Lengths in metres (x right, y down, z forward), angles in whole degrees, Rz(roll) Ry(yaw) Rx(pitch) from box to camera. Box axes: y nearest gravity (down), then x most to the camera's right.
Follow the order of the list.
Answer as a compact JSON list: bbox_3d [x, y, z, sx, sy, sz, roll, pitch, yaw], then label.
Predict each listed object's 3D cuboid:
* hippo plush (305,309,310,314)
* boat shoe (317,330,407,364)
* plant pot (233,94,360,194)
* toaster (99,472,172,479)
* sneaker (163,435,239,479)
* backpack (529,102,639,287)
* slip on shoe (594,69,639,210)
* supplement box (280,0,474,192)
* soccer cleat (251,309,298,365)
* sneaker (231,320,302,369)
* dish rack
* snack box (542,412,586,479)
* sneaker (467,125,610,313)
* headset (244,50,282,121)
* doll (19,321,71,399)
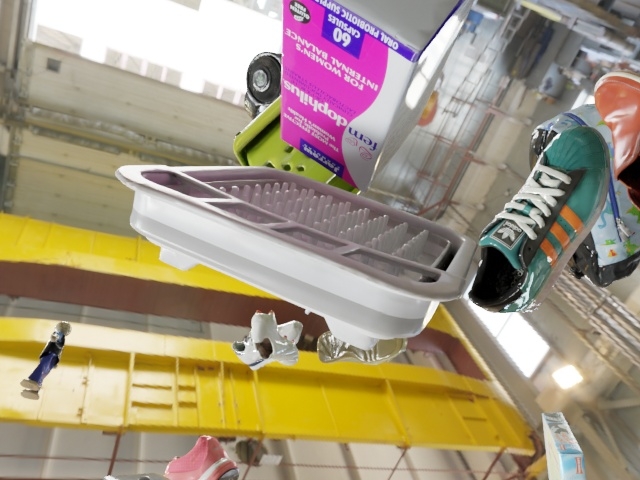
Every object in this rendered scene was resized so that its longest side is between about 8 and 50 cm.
[{"bbox_3d":[0.090,0.149,1.626,0.294,0.234,0.236,-33,-136,-8],"label":"hippo plush"},{"bbox_3d":[0.058,0.133,0.677,0.048,0.153,0.056,11,-115,-37],"label":"boat shoe"},{"bbox_3d":[-0.035,-0.160,1.065,0.207,0.227,0.228,45,176,13],"label":"plant pot"},{"bbox_3d":[-0.174,0.350,0.538,0.168,0.186,0.110,11,160,30],"label":"toaster"},{"bbox_3d":[-0.323,0.582,1.231,0.136,0.314,0.116,49,-172,33],"label":"sneaker"},{"bbox_3d":[0.601,-0.126,1.190,0.355,0.273,0.290,53,-166,-20],"label":"backpack"},{"bbox_3d":[0.505,-0.135,0.820,0.101,0.123,0.331,-12,-118,0],"label":"slip on shoe"},{"bbox_3d":[0.040,-0.153,0.461,0.111,0.114,0.220,34,162,8],"label":"supplement box"},{"bbox_3d":[-0.096,0.216,1.067,0.068,0.196,0.076,-3,-129,17],"label":"soccer cleat"},{"bbox_3d":[-0.149,0.282,1.481,0.095,0.235,0.090,46,-152,-16],"label":"sneaker"},{"bbox_3d":[0.000,0.000,0.517,0.285,0.072,0.333,20,-165,16],"label":"dish rack"},{"bbox_3d":[0.628,0.583,1.363,0.060,0.187,0.322,-6,178,16],"label":"snack box"},{"bbox_3d":[0.308,-0.020,0.764,0.121,0.302,0.108,-1,-154,-35],"label":"sneaker"},{"bbox_3d":[-0.052,-0.404,1.317,0.243,0.394,0.185,-30,-104,-25],"label":"headset"},{"bbox_3d":[-0.609,0.257,1.192,0.046,0.129,0.189,16,-143,-9],"label":"doll"}]
